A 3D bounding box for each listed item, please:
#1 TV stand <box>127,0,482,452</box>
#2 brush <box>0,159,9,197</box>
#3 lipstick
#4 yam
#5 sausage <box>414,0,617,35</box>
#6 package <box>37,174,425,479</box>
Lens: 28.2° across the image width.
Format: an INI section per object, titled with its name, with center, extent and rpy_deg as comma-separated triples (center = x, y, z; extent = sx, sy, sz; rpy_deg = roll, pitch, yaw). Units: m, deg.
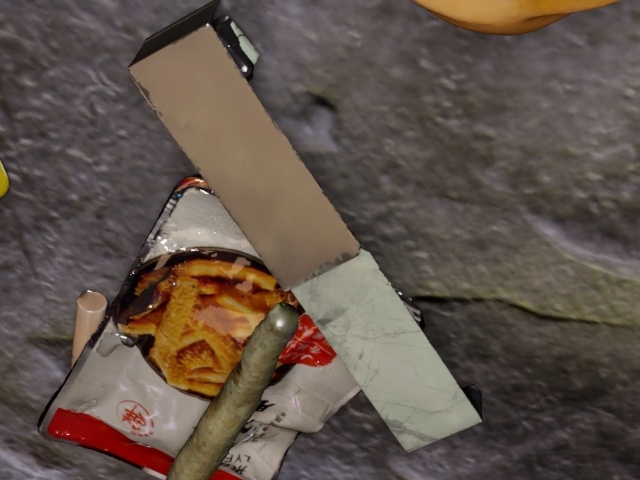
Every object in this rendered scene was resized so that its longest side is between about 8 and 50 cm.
[TV stand]
center = 0.000, 0.000, 0.640
extent = 0.049, 0.040, 0.256
rpy_deg = -27, 113, 20
[brush]
center = -0.203, -0.102, 0.655
extent = 0.083, 0.011, 0.205
rpy_deg = -1, 130, 17
[lipstick]
center = -0.142, 0.069, 0.775
extent = 0.019, 0.019, 0.094
rpy_deg = 17, 132, 3
[yam]
center = -0.052, 0.101, 0.718
extent = 0.029, 0.027, 0.234
rpy_deg = 49, 142, 15
[sausage]
center = 0.046, -0.184, 0.430
extent = 0.120, 0.136, 0.241
rpy_deg = 6, 141, 53
[package]
center = -0.059, 0.075, 0.747
extent = 0.154, 0.030, 0.239
rpy_deg = 28, 131, -10
